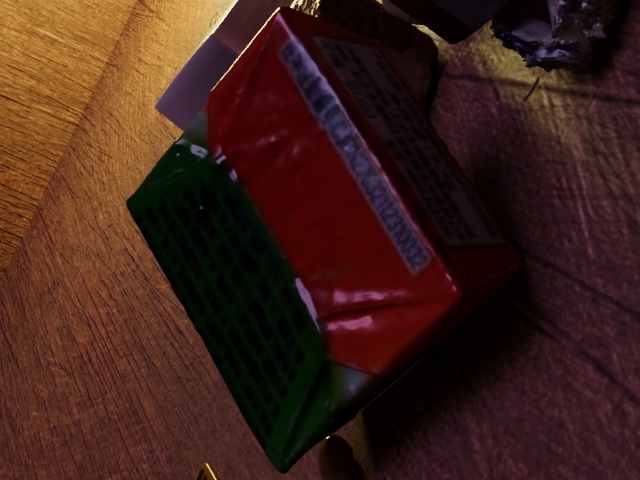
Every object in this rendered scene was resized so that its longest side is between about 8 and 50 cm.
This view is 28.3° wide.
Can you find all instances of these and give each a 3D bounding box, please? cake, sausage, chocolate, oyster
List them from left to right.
[{"bbox_3d":[0.000,0.000,1.327,0.341,0.161,0.360,-46,67,37],"label":"chocolate"},{"bbox_3d":[0.013,-0.138,1.585,0.196,0.199,0.293,-21,53,52],"label":"cake"},{"bbox_3d":[0.029,0.265,1.327,0.047,0.040,0.176,-56,24,19],"label":"sausage"},{"bbox_3d":[0.260,-0.279,1.324,0.198,0.092,0.259,-45,18,40],"label":"oyster"}]

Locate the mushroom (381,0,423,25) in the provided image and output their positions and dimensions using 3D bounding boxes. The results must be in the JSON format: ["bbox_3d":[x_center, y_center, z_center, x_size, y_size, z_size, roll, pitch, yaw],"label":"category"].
[{"bbox_3d":[0.157,-0.393,1.665,0.116,0.093,0.225,19,104,34],"label":"mushroom"}]

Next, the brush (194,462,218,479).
[{"bbox_3d":[-0.124,0.345,1.617,0.103,0.013,0.272,-64,22,2],"label":"brush"}]

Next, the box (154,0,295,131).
[{"bbox_3d":[-0.149,-0.318,2.144,0.203,0.106,0.251,-42,15,42],"label":"box"}]

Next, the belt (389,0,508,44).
[{"bbox_3d":[0.169,-0.334,1.345,0.217,0.122,0.339,-58,9,-14],"label":"belt"}]

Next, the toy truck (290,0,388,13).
[{"bbox_3d":[0.023,-0.296,1.820,0.114,0.107,0.253,-65,22,0],"label":"toy truck"}]
